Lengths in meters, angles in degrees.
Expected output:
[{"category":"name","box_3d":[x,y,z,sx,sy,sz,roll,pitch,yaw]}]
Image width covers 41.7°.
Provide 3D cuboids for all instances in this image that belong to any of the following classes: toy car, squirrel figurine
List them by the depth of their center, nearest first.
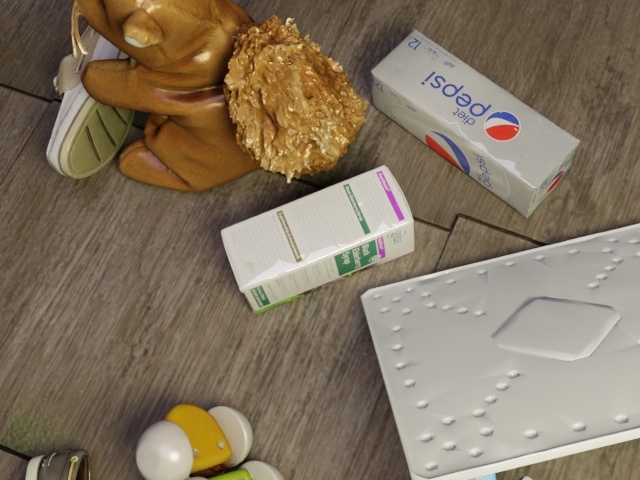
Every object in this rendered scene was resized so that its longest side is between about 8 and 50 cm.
[{"category":"toy car","box_3d":[-0.142,0.289,0.983,0.136,0.159,0.182,-48,65,24]},{"category":"squirrel figurine","box_3d":[-0.123,-0.234,1.072,0.397,0.370,0.281,21,70,15]}]

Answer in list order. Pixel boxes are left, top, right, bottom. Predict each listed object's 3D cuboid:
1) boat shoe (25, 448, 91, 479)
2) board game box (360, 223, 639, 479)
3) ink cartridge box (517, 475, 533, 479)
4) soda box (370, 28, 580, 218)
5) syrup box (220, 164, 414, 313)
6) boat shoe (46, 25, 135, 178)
[{"category":"boat shoe","box_3d":[-0.303,0.360,0.991,0.069,0.081,0.227,-15,63,5]},{"category":"board game box","box_3d":[0.260,0.113,0.917,0.390,0.050,0.390,-14,22,1]},{"category":"ink cartridge box","box_3d":[0.249,0.459,0.750,0.395,0.285,0.166,38,41,20]},{"category":"soda box","box_3d":[0.204,-0.162,1.152,0.286,0.091,0.098,39,75,20]},{"category":"syrup box","box_3d":[0.000,0.000,1.105,0.237,0.093,0.096,-21,65,-2]},{"category":"boat shoe","box_3d":[-0.334,-0.219,1.243,0.103,0.113,0.302,12,58,14]}]
